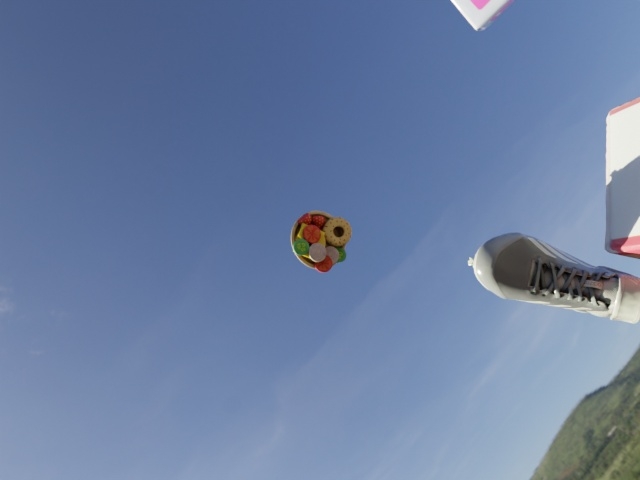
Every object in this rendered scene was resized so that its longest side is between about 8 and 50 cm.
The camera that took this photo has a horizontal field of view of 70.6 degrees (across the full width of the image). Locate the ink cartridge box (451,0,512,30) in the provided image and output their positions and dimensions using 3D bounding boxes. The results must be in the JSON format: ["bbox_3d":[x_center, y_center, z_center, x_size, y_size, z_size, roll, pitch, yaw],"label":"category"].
[{"bbox_3d":[0.194,-0.360,0.362,0.311,0.186,0.065,-41,1,34],"label":"ink cartridge box"}]

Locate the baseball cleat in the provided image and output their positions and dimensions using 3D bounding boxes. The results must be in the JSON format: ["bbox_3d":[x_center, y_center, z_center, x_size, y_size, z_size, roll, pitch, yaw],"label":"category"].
[{"bbox_3d":[0.257,0.038,0.461,0.205,0.109,0.072,11,-90,-28],"label":"baseball cleat"}]

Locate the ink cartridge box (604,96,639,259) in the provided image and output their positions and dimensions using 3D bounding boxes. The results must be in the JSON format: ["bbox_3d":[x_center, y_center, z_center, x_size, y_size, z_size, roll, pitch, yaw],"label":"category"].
[{"bbox_3d":[0.511,-0.049,0.393,0.384,0.279,0.161,11,-103,-18],"label":"ink cartridge box"}]

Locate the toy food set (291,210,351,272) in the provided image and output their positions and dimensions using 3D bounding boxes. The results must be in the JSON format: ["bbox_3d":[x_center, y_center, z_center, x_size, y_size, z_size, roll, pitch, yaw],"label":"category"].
[{"bbox_3d":[0.000,0.000,0.608,0.083,0.020,0.083,22,-109,-19],"label":"toy food set"}]
